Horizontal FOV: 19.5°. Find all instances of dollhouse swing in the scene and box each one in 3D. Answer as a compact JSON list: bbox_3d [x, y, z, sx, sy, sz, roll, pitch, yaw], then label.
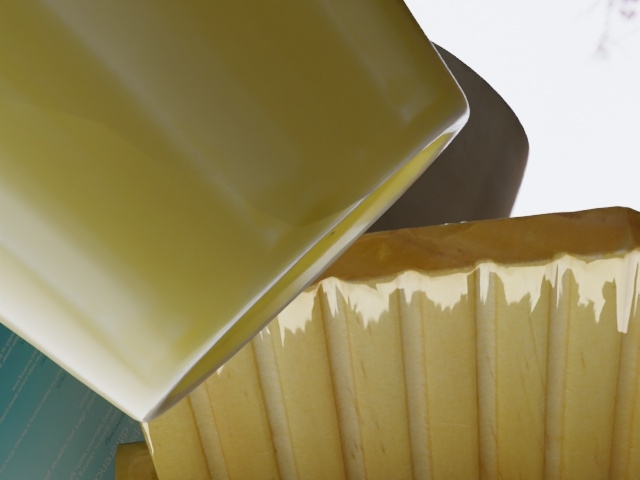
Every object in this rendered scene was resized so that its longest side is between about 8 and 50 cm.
[{"bbox_3d":[0.063,0.191,0.971,0.347,0.305,0.315,-6,-111,1],"label":"dollhouse swing"}]

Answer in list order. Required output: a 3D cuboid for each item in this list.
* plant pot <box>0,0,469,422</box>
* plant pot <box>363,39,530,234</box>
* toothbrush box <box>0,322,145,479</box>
[{"bbox_3d":[-0.084,-0.076,0.661,0.239,0.254,0.254,46,-119,4],"label":"plant pot"},{"bbox_3d":[0.000,0.000,1.341,0.323,0.323,0.280,33,-107,3],"label":"plant pot"},{"bbox_3d":[-0.211,0.114,1.077,0.126,0.295,0.216,17,-110,38],"label":"toothbrush box"}]
